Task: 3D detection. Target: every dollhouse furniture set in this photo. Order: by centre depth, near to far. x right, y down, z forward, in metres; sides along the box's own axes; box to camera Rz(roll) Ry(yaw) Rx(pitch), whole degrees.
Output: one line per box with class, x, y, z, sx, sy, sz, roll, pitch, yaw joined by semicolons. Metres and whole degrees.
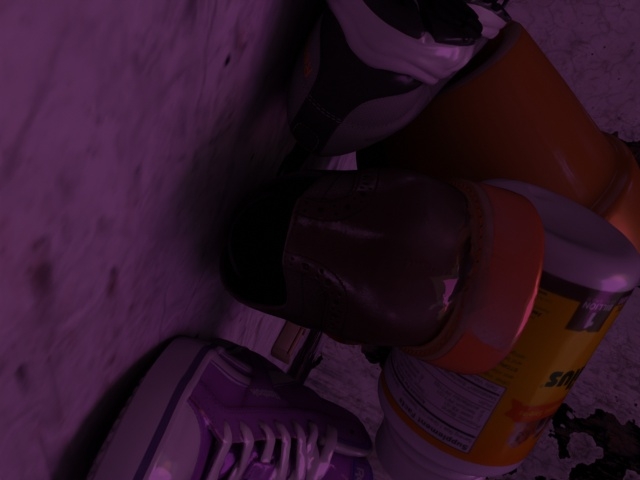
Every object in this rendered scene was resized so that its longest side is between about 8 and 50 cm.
dollhouse furniture set;0.011;0.130;1.100;0.182;0.101;0.161;-62;174;-20

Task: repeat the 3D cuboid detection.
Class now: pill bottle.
pill bottle;0.113;0.075;0.485;0.117;0.117;0.215;-52;165;-63

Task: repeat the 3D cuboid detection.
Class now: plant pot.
plant pot;0.141;-0.066;0.584;0.205;0.188;0.205;-27;-154;14

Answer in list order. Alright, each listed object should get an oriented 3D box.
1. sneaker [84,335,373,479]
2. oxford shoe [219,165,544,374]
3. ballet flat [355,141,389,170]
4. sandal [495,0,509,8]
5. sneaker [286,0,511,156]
sneaker;-0.037;0.136;0.467;0.102;0.161;0.282;-63;173;5
oxford shoe;0.000;0.000;0.480;0.363;0.132;0.130;167;-63;-75
ballet flat;0.094;-0.170;0.690;0.096;0.095;0.281;52;54;-72
sandal;0.163;-0.267;0.790;0.054;0.097;0.255;19;108;-51
sneaker;0.047;-0.130;0.453;0.108;0.100;0.271;-51;178;31
